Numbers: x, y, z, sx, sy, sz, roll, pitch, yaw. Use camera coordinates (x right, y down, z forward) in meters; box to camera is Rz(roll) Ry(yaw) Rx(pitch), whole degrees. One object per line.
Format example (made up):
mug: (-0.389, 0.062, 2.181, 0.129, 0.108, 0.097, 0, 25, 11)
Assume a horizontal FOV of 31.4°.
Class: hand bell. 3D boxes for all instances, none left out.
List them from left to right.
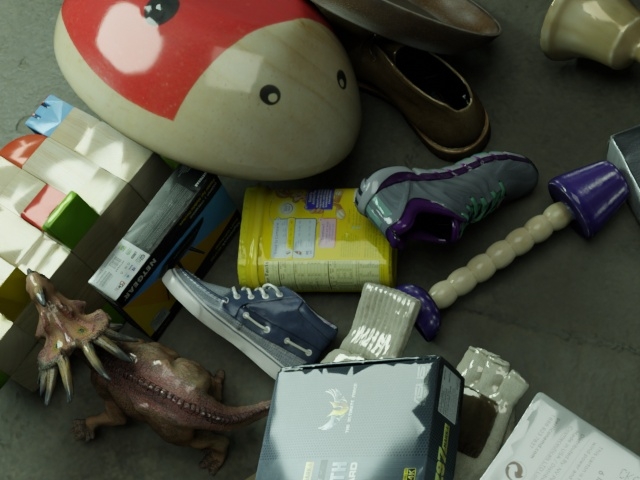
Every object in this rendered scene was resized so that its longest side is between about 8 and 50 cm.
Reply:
hand bell: (0.371, -0.194, 1.244, 0.126, 0.126, 0.242, -41, 57, -8)

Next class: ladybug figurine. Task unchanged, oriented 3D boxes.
ladybug figurine: (-0.133, -0.231, 1.301, 0.305, 0.161, 0.449, -23, 46, -37)

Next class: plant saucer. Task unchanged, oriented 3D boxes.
plant saucer: (0.061, -0.290, 1.310, 0.311, 0.311, 0.050, 35, 114, 23)

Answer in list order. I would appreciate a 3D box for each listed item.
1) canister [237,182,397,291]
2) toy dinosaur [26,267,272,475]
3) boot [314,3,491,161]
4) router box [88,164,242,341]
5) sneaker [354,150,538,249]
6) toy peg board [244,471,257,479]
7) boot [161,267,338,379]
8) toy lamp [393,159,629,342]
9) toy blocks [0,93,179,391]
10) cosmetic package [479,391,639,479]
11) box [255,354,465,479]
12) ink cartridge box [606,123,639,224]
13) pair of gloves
canister: (0.000, 0.000, 1.280, 0.170, 0.073, 0.126, 0, 66, 10)
toy dinosaur: (-0.177, 0.148, 1.170, 0.296, 0.200, 0.127, 16, 68, 10)
boot: (0.081, -0.225, 1.343, 0.112, 0.115, 0.305, -43, 63, -6)
router box: (-0.168, 0.011, 1.275, 0.046, 0.133, 0.179, 30, 75, 23)
sneaker: (0.151, -0.032, 1.222, 0.224, 0.083, 0.098, -10, 48, -23)
toy peg board: (-0.013, 0.302, 1.130, 0.161, 0.079, 0.160, -36, 45, 24)
boot: (-0.075, 0.071, 1.237, 0.190, 0.069, 0.086, 39, 94, -3)
toy lamp: (0.210, 0.007, 1.233, 0.275, 0.080, 0.080, -33, 64, -1)
toy blocks: (-0.343, -0.017, 1.319, 0.261, 0.190, 0.381, 29, 75, 33)
cosmetic package: (0.215, 0.253, 0.991, 0.151, 0.183, 0.151, 33, 78, 23)
box: (0.027, 0.224, 1.037, 0.183, 0.059, 0.232, -8, 56, 33)
ink cartridge box: (0.505, -0.032, 1.194, 0.304, 0.072, 0.307, -21, 61, 1)
pair of gloves: (0.083, 0.171, 1.143, 0.240, 0.042, 0.204, 32, 99, 39)
